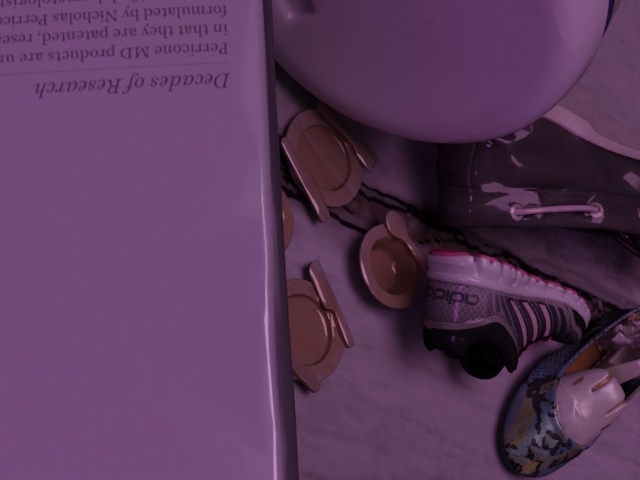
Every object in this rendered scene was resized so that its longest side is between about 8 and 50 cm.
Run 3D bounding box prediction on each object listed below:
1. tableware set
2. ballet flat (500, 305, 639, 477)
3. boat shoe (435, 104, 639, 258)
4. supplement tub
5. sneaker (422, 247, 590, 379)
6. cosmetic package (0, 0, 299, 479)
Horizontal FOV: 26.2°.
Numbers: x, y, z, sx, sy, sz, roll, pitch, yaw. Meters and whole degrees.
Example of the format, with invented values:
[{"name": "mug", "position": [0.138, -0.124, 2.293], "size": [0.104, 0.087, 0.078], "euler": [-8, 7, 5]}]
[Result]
[{"name": "tableware set", "position": [0.000, 0.000, 0.842], "size": [0.169, 0.020, 0.141], "euler": [-40, 104, -43]}, {"name": "ballet flat", "position": [0.193, 0.097, 0.954], "size": [0.188, 0.070, 0.070], "euler": [-40, 103, -43]}, {"name": "boat shoe", "position": [0.213, -0.020, 0.995], "size": [0.335, 0.112, 0.095], "euler": [16, 82, -32]}, {"name": "supplement tub", "position": [0.106, -0.244, 0.875], "size": [0.235, 0.235, 0.325], "euler": [48, 49, -19]}, {"name": "sneaker", "position": [0.118, 0.056, 0.904], "size": [0.170, 0.063, 0.074], "euler": [20, 85, -51]}, {"name": "cosmetic package", "position": [-0.091, -0.020, 0.605], "size": [0.156, 0.217, 0.385], "euler": [-5, 75, 0]}]
